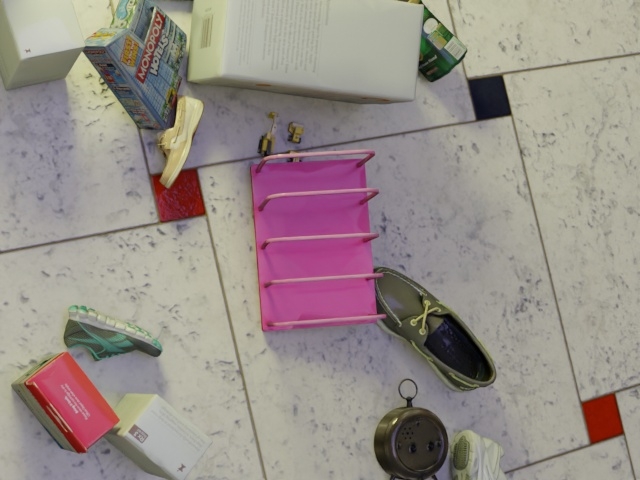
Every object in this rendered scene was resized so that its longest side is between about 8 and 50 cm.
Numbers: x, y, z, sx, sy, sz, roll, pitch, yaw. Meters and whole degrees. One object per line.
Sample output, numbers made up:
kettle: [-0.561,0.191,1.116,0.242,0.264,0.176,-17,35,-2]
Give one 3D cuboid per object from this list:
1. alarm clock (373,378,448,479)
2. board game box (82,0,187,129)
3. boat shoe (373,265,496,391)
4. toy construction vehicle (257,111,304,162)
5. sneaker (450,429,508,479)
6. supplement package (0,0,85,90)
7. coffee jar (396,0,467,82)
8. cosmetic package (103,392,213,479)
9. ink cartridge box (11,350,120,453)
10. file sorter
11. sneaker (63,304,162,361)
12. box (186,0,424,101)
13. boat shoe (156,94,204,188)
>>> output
alarm clock: [0.162,0.342,1.941,0.129,0.064,0.192,-1,79,-23]
board game box: [-0.300,-0.310,1.779,0.194,0.060,0.194,41,60,-55]
boat shoe: [0.198,0.155,1.964,0.305,0.091,0.109,45,68,-11]
toy construction vehicle: [-0.062,-0.172,1.933,0.086,0.035,0.098,17,76,-20]
sneaker: [0.292,0.464,1.962,0.115,0.090,0.232,15,78,-24]
supplement package: [-0.448,-0.316,1.712,0.105,0.179,0.105,-16,89,-24]
coffee jar: [0.181,-0.388,2.035,0.184,0.096,0.079,45,66,-10]
cosmetic package: [-0.258,0.299,1.673,0.117,0.231,0.085,43,69,-13]
ink cartridge box: [-0.380,0.242,1.630,0.078,0.231,0.134,-39,98,-23]
file sorter: [0.000,0.000,1.826,0.202,0.182,0.290,-4,86,-9]
sneaker: [-0.339,0.164,1.762,0.166,0.065,0.076,23,91,-15]
box: [-0.030,-0.334,1.857,0.345,0.215,0.168,4,94,-23]
boat shoe: [-0.249,-0.170,1.843,0.059,0.063,0.170,22,65,-16]
